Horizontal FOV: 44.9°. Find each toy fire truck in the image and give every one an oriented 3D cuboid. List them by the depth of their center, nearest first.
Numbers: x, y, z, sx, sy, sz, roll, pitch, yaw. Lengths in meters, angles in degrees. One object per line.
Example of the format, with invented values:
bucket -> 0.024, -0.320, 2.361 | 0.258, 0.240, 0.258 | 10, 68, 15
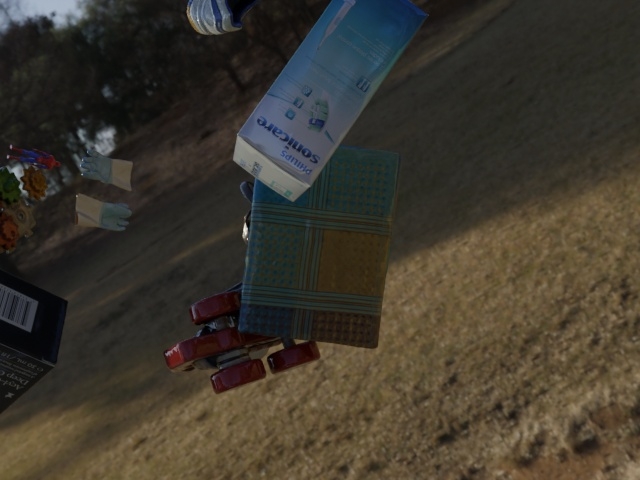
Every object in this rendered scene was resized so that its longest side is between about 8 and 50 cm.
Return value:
toy fire truck -> -0.163, 0.199, 1.491 | 0.302, 0.169, 0.254 | -12, -13, -37

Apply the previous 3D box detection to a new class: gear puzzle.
gear puzzle -> -0.711, -0.075, 1.779 | 0.044, 0.175, 0.339 | -13, 23, 19

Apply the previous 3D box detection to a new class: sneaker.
sneaker -> -0.154, -0.549, 1.610 | 0.131, 0.112, 0.296 | 15, 77, 35

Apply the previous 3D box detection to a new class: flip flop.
flip flop -> -0.117, 0.000, 1.620 | 0.080, 0.277, 0.112 | -21, 41, -3

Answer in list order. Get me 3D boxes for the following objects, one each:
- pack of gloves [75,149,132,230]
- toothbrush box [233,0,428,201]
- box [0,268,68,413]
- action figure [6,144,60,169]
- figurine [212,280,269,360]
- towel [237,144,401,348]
pack of gloves -> -0.540, -0.125, 2.005 | 0.046, 0.195, 0.232 | 3, -3, 19
toothbrush box -> 0.004, -0.216, 1.134 | 0.295, 0.126, 0.216 | -55, 5, -8
box -> -0.857, 0.261, 1.879 | 0.395, 0.293, 0.212 | -38, 37, 28
action figure -> -0.637, -0.184, 1.731 | 0.030, 0.115, 0.038 | 24, 97, 54
figurine -> -0.120, 0.163, 1.773 | 0.209, 0.215, 0.092 | -31, 43, -24
towel -> 0.000, 0.000, 1.420 | 0.271, 0.370, 0.040 | 9, -7, -13
